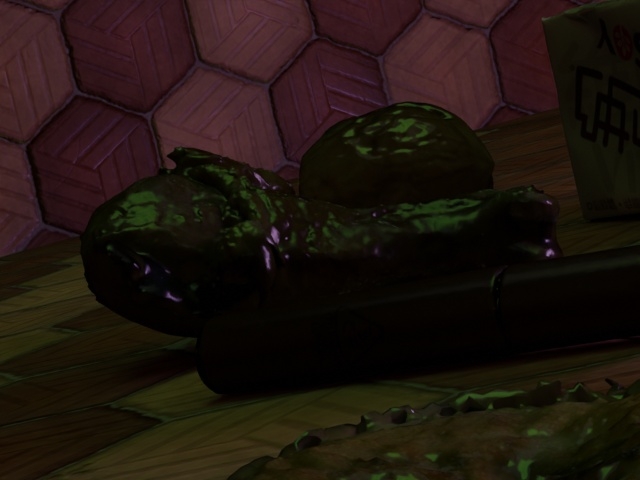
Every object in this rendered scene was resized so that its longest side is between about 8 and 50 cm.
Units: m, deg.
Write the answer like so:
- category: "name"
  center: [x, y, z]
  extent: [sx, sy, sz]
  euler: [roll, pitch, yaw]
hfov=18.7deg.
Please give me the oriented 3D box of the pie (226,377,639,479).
- category: "pie"
  center: [0.074, 0.095, 0.743]
  extent: [0.274, 0.055, 0.274]
  euler: [-13, 6, 1]

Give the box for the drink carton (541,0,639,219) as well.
- category: "drink carton"
  center: [0.337, -0.128, 1.635]
  extent: [0.132, 0.194, 0.324]
  euler: [-14, 5, -26]

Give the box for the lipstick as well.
- category: "lipstick"
  center: [0.077, 0.049, 1.200]
  extent: [0.357, 0.057, 0.057]
  euler: [-10, 6, 31]

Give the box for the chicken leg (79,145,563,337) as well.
- category: "chicken leg"
  center: [-0.010, 0.004, 1.532]
  extent: [0.361, 0.140, 0.211]
  euler: [-5, 24, -15]

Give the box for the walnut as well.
- category: "walnut"
  center: [0.075, -0.051, 1.783]
  extent: [0.184, 0.155, 0.155]
  euler: [-17, 4, 25]
